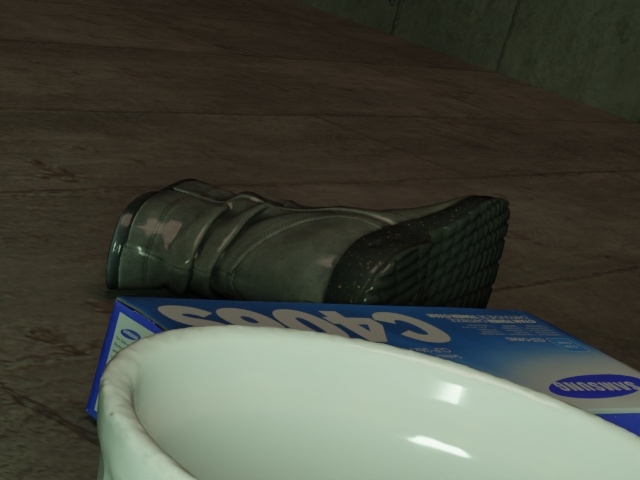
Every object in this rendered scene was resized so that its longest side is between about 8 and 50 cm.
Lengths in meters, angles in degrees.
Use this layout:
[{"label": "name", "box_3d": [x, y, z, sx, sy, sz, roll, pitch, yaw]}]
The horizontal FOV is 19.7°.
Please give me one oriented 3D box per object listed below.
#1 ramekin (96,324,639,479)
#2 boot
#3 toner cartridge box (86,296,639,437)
[{"label": "ramekin", "box_3d": [0.032, 0.146, 0.740, 0.277, 0.135, 0.277, 15, 13, -3]}, {"label": "boot", "box_3d": [0.000, 0.000, 1.380, 0.222, 0.118, 0.338, 16, 8, 22]}, {"label": "toner cartridge box", "box_3d": [0.052, 0.099, 1.093, 0.348, 0.075, 0.165, 4, 19, -43]}]
